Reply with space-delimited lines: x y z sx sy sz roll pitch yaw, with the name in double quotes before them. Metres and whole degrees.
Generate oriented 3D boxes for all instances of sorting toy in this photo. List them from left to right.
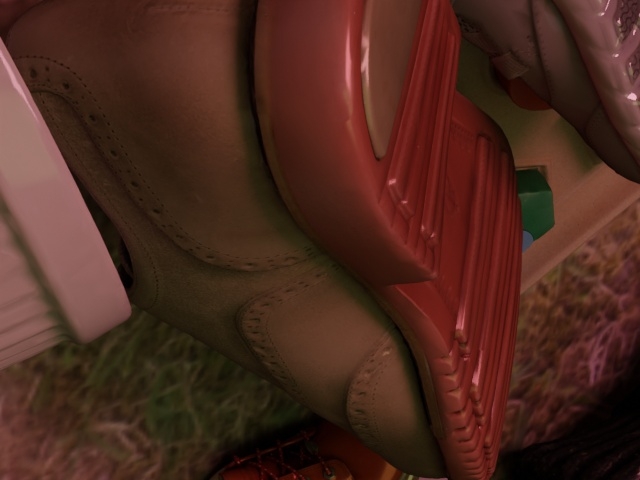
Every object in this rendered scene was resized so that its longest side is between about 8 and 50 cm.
"sorting toy" 0.096 -0.052 0.818 0.193 0.038 0.208 -41 140 19

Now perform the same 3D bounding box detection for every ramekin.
"ramekin" -0.157 -0.040 0.554 0.109 0.207 0.207 -28 132 -10

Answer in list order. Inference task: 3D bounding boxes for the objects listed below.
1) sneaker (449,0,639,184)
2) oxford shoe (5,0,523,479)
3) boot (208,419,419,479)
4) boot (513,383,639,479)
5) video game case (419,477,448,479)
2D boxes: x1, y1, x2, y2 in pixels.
"sneaker" 0.078 -0.124 0.683 0.281 0.115 0.105 48 61 -36
"oxford shoe" 0.000 0.000 0.720 0.397 0.146 0.140 64 31 -56
"boot" -0.007 0.122 0.881 0.158 0.059 0.084 -52 131 2
"boot" 0.266 0.079 0.929 0.260 0.131 0.348 -31 168 -22
"video game case" 0.096 0.253 0.942 0.026 0.206 0.227 -24 131 -44
